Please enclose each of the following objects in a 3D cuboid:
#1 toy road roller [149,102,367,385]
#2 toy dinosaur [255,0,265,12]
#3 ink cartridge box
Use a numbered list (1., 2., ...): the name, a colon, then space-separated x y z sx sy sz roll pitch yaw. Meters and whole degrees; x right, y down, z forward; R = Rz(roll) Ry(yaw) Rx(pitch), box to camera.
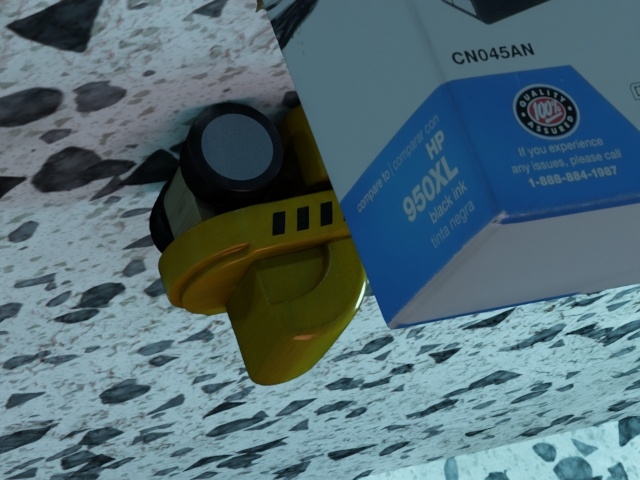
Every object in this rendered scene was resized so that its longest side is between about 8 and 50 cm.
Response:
1. toy road roller: 0.000 0.000 1.829 0.329 0.241 0.202 -12 160 -23
2. toy dinosaur: 0.021 -0.194 1.613 0.112 0.064 0.211 -9 159 31
3. ink cartridge box: 0.126 -0.168 1.240 0.285 0.395 0.166 -9 157 -29
